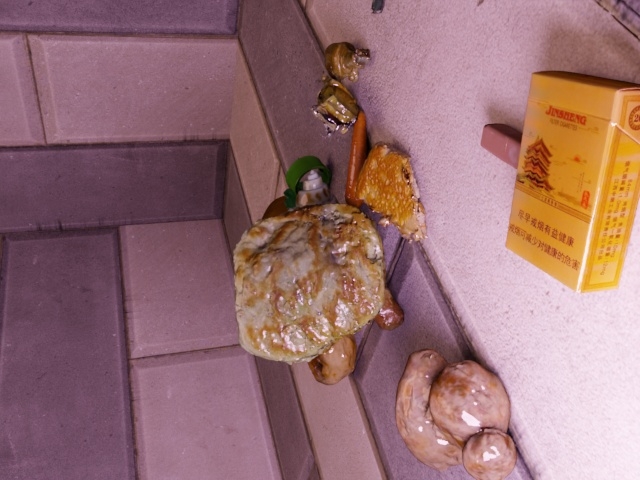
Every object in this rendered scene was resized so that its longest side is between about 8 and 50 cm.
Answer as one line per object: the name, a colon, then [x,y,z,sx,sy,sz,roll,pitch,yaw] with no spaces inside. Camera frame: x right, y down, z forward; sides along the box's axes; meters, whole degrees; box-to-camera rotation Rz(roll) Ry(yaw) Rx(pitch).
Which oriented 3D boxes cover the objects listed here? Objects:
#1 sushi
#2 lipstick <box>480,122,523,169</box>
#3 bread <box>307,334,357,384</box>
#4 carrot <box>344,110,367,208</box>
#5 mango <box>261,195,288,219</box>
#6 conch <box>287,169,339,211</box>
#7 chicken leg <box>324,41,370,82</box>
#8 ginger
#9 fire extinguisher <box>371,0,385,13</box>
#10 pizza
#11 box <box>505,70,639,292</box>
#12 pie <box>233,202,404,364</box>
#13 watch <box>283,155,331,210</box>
sushi: [0.025,-0.359,1.652,0.131,0.139,0.291,-45,14,18]
lipstick: [0.317,-0.149,1.011,0.145,0.045,0.045,-124,35,-57]
bread: [0.032,0.323,1.903,0.244,0.134,0.244,172,90,-72]
carrot: [0.102,-0.208,1.670,0.062,0.066,0.271,16,112,34]
mango: [-0.122,0.001,2.179,0.378,0.221,0.263,-98,10,-47]
conch: [0.000,0.001,1.738,0.368,0.197,0.249,58,-157,-13]
chicken leg: [0.072,-0.475,1.659,0.228,0.088,0.103,39,122,58]
ginger: [0.251,0.327,1.164,0.304,0.155,0.244,154,112,-72]
fire extinguisher: [0.141,-0.577,1.493,0.038,0.025,0.083,48,145,26]
pizza: [0.175,-0.110,1.435,0.297,0.071,0.189,55,134,52]
box: [0.354,-0.086,0.865,0.174,0.076,0.274,-133,42,-61]
pie: [-0.035,0.095,1.546,0.180,0.418,0.395,42,-148,-73]
watch: [-0.047,-0.178,1.965,0.131,0.165,0.152,55,166,37]
